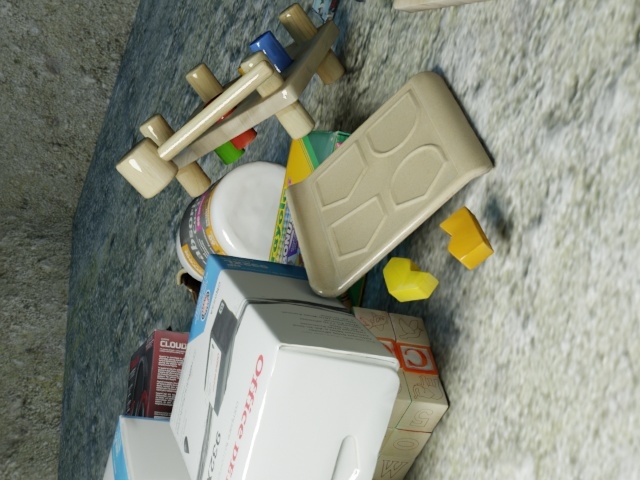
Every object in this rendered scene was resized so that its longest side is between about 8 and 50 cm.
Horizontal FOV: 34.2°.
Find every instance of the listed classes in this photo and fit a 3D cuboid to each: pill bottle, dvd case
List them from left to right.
[{"bbox_3d":[-0.122,-0.015,1.576,0.278,0.162,0.162,154,124,-66],"label":"pill bottle"},{"bbox_3d":[0.018,-0.397,1.603,0.087,0.013,0.119,-117,41,-59],"label":"dvd case"}]

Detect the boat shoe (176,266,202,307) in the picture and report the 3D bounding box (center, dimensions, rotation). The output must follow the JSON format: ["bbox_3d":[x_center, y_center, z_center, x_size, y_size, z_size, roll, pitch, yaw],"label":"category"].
[{"bbox_3d":[-0.196,0.050,1.758,0.095,0.095,0.257,-60,42,30],"label":"boat shoe"}]

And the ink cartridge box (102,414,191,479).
[{"bbox_3d":[-0.238,0.444,1.614,0.197,0.198,0.270,-123,47,-61],"label":"ink cartridge box"}]

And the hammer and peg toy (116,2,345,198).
[{"bbox_3d":[-0.109,-0.170,1.400,0.266,0.127,0.361,-27,21,27],"label":"hammer and peg toy"}]

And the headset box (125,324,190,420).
[{"bbox_3d":[-0.294,0.309,1.955,0.218,0.110,0.293,139,137,-61],"label":"headset box"}]

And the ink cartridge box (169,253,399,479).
[{"bbox_3d":[-0.053,0.165,1.089,0.307,0.129,0.223,-140,63,-67],"label":"ink cartridge box"}]

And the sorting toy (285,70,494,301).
[{"bbox_3d":[0.079,-0.034,1.107,0.229,0.041,0.307,-39,35,17],"label":"sorting toy"}]

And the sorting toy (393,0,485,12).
[{"bbox_3d":[0.138,-0.400,1.170,0.255,0.089,0.257,-156,77,-70],"label":"sorting toy"}]

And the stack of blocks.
[{"bbox_3d":[0.026,0.212,1.172,0.171,0.087,0.297,-103,31,-47],"label":"stack of blocks"}]

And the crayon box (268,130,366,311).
[{"bbox_3d":[0.000,0.000,1.356,0.165,0.081,0.278,-164,84,-70],"label":"crayon box"}]

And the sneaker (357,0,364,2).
[{"bbox_3d":[0.066,-0.378,1.412,0.082,0.069,0.209,-46,12,-3],"label":"sneaker"}]
